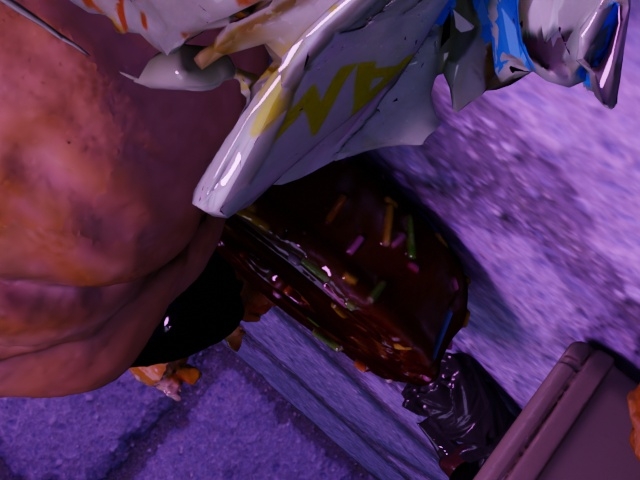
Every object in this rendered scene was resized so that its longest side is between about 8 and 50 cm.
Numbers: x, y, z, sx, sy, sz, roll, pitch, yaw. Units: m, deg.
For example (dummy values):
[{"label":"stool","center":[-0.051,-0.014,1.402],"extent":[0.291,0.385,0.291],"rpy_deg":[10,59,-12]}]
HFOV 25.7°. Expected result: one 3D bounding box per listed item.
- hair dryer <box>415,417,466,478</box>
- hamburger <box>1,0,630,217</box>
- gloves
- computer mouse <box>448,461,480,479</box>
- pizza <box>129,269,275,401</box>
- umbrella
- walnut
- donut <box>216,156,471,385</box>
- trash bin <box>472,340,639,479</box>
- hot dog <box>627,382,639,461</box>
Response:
[{"label":"hair dryer","center":[0.228,0.308,1.518],"extent":[0.340,0.123,0.312],"rpy_deg":[48,162,14]},{"label":"hamburger","center":[-0.049,-0.123,0.379],"extent":[0.260,0.150,0.276],"rpy_deg":[47,169,-29]},{"label":"gloves","center":[-0.157,-0.042,1.079],"extent":[0.301,0.152,0.197],"rpy_deg":[47,-154,24]},{"label":"computer mouse","center":[0.213,0.293,1.305],"extent":[0.137,0.096,0.233],"rpy_deg":[3,-151,-50]},{"label":"pizza","center":[-0.115,-0.003,1.209],"extent":[0.229,0.081,0.289],"rpy_deg":[10,-129,-38]},{"label":"umbrella","center":[0.164,0.177,1.206],"extent":[0.066,0.059,0.235],"rpy_deg":[-26,126,33]},{"label":"walnut","center":[-0.201,-0.087,0.706],"extent":[0.344,0.306,0.306],"rpy_deg":[36,170,8]},{"label":"donut","center":[0.000,0.000,0.922],"extent":[0.235,0.089,0.235],"rpy_deg":[38,171,7]},{"label":"trash bin","center":[0.183,0.205,0.776],"extent":[0.247,0.243,0.121],"rpy_deg":[35,138,13]},{"label":"hot dog","center":[0.237,0.137,0.640],"extent":[0.227,0.099,0.160],"rpy_deg":[24,167,48]}]
